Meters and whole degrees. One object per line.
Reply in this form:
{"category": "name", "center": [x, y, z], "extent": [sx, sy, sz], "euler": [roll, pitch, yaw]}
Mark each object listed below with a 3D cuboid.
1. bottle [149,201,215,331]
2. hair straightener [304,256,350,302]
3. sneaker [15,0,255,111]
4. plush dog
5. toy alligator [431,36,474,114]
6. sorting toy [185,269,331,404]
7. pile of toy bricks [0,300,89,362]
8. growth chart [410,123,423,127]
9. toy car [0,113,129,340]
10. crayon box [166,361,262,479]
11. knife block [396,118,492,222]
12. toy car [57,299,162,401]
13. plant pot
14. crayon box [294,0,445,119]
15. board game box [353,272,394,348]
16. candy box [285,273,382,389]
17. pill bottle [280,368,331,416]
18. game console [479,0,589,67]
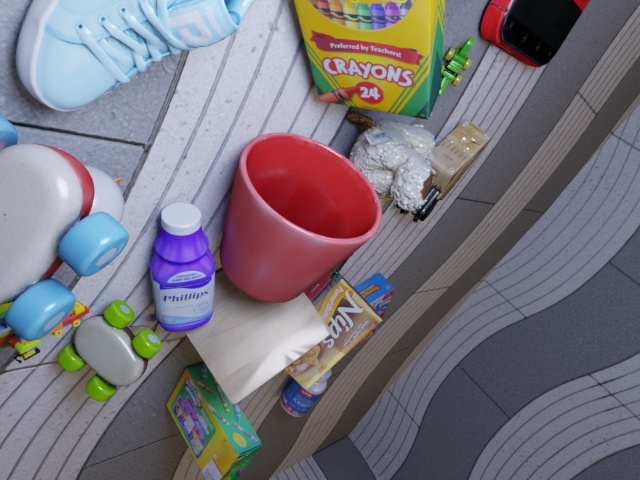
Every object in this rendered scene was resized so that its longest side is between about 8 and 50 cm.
{"category": "bottle", "center": [-0.259, 0.056, 0.923], "extent": [0.118, 0.092, 0.283], "euler": [-9, 136, -23]}
{"category": "hair straightener", "center": [0.032, 0.081, 1.414], "extent": [0.230, 0.047, 0.089], "euler": [-54, 170, 10]}
{"category": "sneaker", "center": [-0.172, -0.263, 0.539], "extent": [0.366, 0.150, 0.135], "euler": [-44, 151, 1]}
{"category": "plush dog", "center": [0.110, -0.140, 1.053], "extent": [0.262, 0.211, 0.225], "euler": [-74, -169, -53]}
{"category": "toy alligator", "center": [0.281, -0.366, 1.094], "extent": [0.189, 0.056, 0.051], "euler": [-60, -172, 29]}
{"category": "sorting toy", "center": [-0.155, 0.184, 1.092], "extent": [0.257, 0.255, 0.089], "euler": [-33, 166, -18]}
{"category": "pile of toy bricks", "center": [-0.460, 0.108, 0.710], "extent": [0.212, 0.118, 0.105], "euler": [-36, 143, -51]}
{"category": "growth chart", "center": [0.177, -0.191, 1.232], "extent": [0.172, 0.021, 0.237], "euler": [-26, 147, -27]}
{"category": "toy car", "center": [-0.349, -0.027, 0.647], "extent": [0.210, 0.219, 0.238], "euler": [-48, 180, 9]}
{"category": "crayon box", "center": [-0.288, 0.481, 1.286], "extent": [0.081, 0.278, 0.165], "euler": [-3, 133, -49]}
{"category": "knife block", "center": [0.334, -0.176, 1.371], "extent": [0.276, 0.088, 0.242], "euler": [-42, 164, -23]}
{"category": "toy car", "center": [-0.386, 0.200, 0.977], "extent": [0.155, 0.149, 0.188], "euler": [-42, -179, 6]}
{"category": "plant pot", "center": [-0.062, -0.027, 0.927], "extent": [0.275, 0.275, 0.243], "euler": [-14, 151, -42]}
{"category": "crayon box", "center": [0.073, -0.325, 0.713], "extent": [0.318, 0.202, 0.081], "euler": [68, 42, -59]}
{"category": "board game box", "center": [0.092, 0.294, 1.723], "extent": [0.308, 0.086, 0.302], "euler": [-26, 148, -28]}
{"category": "candy box", "center": [0.006, 0.272, 1.472], "extent": [0.316, 0.183, 0.087], "euler": [-43, -166, 1]}
{"category": "pill bottle", "center": [-0.053, 0.556, 1.860], "extent": [0.124, 0.124, 0.221], "euler": [-3, 132, -51]}
{"category": "game console", "center": [0.535, -0.589, 1.118], "extent": [0.386, 0.060, 0.342], "euler": [-6, 130, -49]}
